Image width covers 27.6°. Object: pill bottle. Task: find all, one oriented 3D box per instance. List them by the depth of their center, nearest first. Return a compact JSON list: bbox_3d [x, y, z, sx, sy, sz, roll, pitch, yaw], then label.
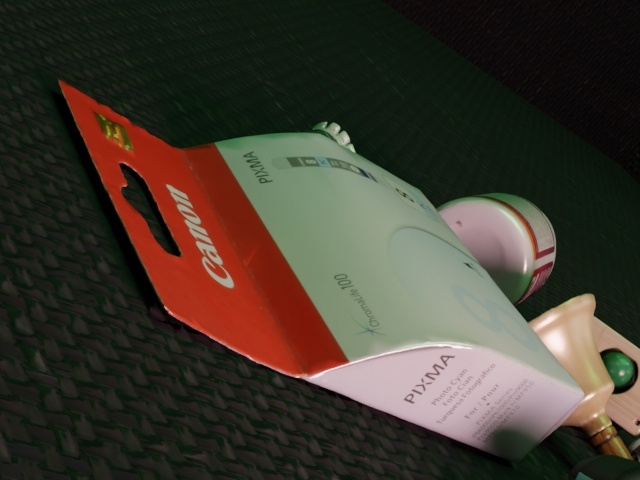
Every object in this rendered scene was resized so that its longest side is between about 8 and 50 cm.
[{"bbox_3d":[0.177,0.011,1.347,0.121,0.121,0.221,43,15,11],"label":"pill bottle"}]

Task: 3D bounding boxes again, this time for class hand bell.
[{"bbox_3d":[0.254,0.180,1.146,0.242,0.126,0.126,58,21,18],"label":"hand bell"}]

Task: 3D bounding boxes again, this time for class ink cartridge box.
[{"bbox_3d":[0.000,0.000,1.033,0.385,0.091,0.308,28,19,-40],"label":"ink cartridge box"}]

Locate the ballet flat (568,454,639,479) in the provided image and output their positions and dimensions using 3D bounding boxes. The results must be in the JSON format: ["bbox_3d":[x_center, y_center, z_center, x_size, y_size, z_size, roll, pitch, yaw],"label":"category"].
[{"bbox_3d":[0.274,0.228,1.013,0.096,0.095,0.280,23,-14,44],"label":"ballet flat"}]

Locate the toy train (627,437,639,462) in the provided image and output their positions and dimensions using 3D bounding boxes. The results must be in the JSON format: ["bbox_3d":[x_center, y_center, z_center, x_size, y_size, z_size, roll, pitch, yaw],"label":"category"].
[{"bbox_3d":[0.352,0.245,1.200,0.105,0.080,0.184,18,26,-40],"label":"toy train"}]

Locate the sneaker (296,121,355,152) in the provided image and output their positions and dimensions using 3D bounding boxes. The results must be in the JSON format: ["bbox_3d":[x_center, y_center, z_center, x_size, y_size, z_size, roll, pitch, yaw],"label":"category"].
[{"bbox_3d":[0.021,-0.053,1.309,0.076,0.065,0.166,-9,46,-49],"label":"sneaker"}]

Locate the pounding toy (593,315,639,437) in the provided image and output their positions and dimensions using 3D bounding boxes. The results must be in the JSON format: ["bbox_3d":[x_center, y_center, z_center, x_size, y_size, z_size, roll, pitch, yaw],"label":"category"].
[{"bbox_3d":[0.270,0.139,1.285,0.130,0.100,0.141,37,1,15],"label":"pounding toy"}]
